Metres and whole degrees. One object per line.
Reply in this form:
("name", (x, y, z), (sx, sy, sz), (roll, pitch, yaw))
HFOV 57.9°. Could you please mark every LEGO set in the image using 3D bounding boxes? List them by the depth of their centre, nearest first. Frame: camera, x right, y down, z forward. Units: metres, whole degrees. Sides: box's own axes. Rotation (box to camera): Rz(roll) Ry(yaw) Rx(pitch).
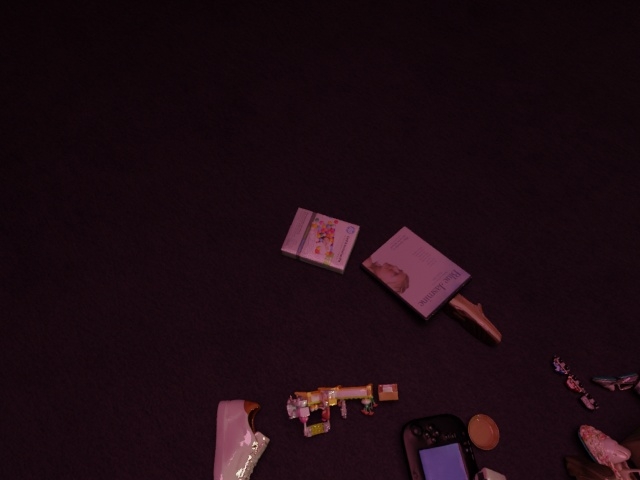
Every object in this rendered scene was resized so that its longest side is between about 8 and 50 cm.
("LEGO set", (0.051, 0.415, 1.413), (0.287, 0.132, 0.106), (-1, 81, -24))

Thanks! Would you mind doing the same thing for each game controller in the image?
("game controller", (0.295, 0.573, 1.351), (0.167, 0.067, 0.318), (-10, 66, -3))

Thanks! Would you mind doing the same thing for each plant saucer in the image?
("plant saucer", (0.396, 0.469, 1.415), (0.084, 0.015, 0.083), (8, 61, -14))

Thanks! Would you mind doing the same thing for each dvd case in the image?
("dvd case", (0.256, 0.086, 1.573), (0.180, 0.022, 0.253), (-40, 58, -16))

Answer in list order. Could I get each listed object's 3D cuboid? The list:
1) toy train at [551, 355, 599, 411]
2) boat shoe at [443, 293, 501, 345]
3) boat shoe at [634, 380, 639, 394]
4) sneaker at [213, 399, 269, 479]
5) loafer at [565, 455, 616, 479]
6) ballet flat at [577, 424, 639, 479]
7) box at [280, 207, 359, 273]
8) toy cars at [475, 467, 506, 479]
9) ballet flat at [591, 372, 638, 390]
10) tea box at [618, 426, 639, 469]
("toy train", (0.638, 0.361, 1.462), (0.036, 0.027, 0.158), (-33, 69, -1))
("boat shoe", (0.405, 0.194, 1.527), (0.190, 0.068, 0.072), (41, 61, 18))
("boat shoe", (0.902, 0.308, 1.431), (0.268, 0.096, 0.088), (-36, 54, -12))
("sneaker", (-0.183, 0.519, 1.366), (0.123, 0.106, 0.289), (-5, 64, 2))
("loafer", (0.619, 0.535, 1.325), (0.056, 0.148, 0.050), (1, 86, -9))
("ballet flat", (0.703, 0.531, 1.345), (0.091, 0.077, 0.240), (-11, 64, -47))
("box", (0.000, 0.000, 1.641), (0.186, 0.038, 0.145), (19, 67, 9))
("toy cars", (0.434, 0.697, 1.254), (0.087, 0.177, 0.393), (-41, 74, 30))
("ballet flat", (0.743, 0.358, 1.455), (0.115, 0.041, 0.041), (-6, 65, 0))
("tea box", (0.933, 0.495, 1.284), (0.324, 0.220, 0.329), (-33, 68, -12))
